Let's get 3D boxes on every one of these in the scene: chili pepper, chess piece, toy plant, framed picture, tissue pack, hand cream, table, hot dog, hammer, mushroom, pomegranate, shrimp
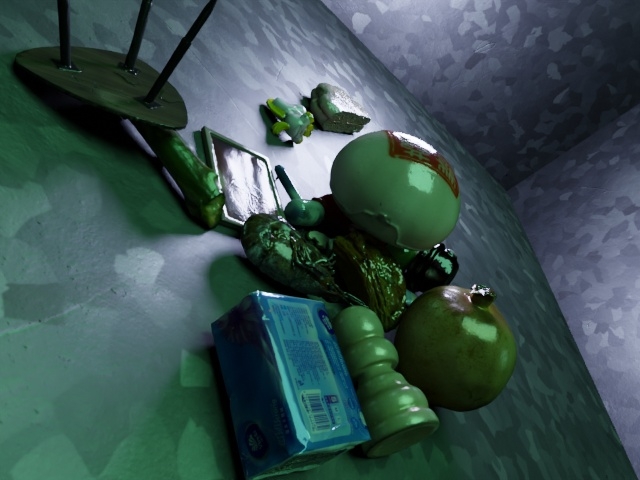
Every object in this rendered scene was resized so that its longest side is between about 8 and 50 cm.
[{"bbox_3d":[0.078,-0.075,1.447,0.253,0.136,0.144,27,64,-25],"label":"chili pepper"},{"bbox_3d":[0.114,0.275,1.064,0.167,0.167,0.299,21,37,-44],"label":"chess piece"},{"bbox_3d":[0.290,0.062,1.554,0.235,0.175,0.218,32,14,22],"label":"toy plant"},{"bbox_3d":[-0.177,-0.129,1.219,0.211,0.020,0.289,21,41,-44],"label":"framed picture"},{"bbox_3d":[-0.055,0.238,0.853,0.198,0.146,0.263,17,44,-49],"label":"tissue pack"},{"bbox_3d":[0.308,0.205,1.525,0.171,0.043,0.065,38,32,-21],"label":"hand cream"},{"bbox_3d":[-0.357,-0.415,0.964,0.317,0.249,0.317,22,29,-13],"label":"table"},{"bbox_3d":[0.128,0.098,1.287,0.196,0.122,0.272,-4,64,-59],"label":"hot dog"},{"bbox_3d":[-0.069,-0.120,1.322,0.116,0.069,0.193,2,51,-54],"label":"hammer"},{"bbox_3d":[0.000,0.000,1.330,0.101,0.019,0.049,28,39,-38],"label":"mushroom"},{"bbox_3d":[0.324,0.246,1.226,0.319,0.319,0.319,36,33,-28],"label":"pomegranate"},{"bbox_3d":[-0.027,0.058,1.123,0.343,0.116,0.145,37,35,-16],"label":"shrimp"}]

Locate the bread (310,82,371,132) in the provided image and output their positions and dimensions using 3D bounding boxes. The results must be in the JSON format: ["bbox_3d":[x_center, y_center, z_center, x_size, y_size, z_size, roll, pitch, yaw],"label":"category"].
[{"bbox_3d":[0.062,-0.497,1.889,0.183,0.102,0.337,58,28,10],"label":"bread"}]

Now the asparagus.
[{"bbox_3d":[-0.300,-0.178,1.033,0.082,0.085,0.343,-35,90,-37],"label":"asparagus"}]

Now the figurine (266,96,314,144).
[{"bbox_3d":[-0.096,-0.380,1.552,0.130,0.109,0.178,3,49,-28],"label":"figurine"}]

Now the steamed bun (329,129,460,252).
[{"bbox_3d":[0.213,-0.156,1.365,0.375,0.241,0.374,23,24,-11],"label":"steamed bun"}]
